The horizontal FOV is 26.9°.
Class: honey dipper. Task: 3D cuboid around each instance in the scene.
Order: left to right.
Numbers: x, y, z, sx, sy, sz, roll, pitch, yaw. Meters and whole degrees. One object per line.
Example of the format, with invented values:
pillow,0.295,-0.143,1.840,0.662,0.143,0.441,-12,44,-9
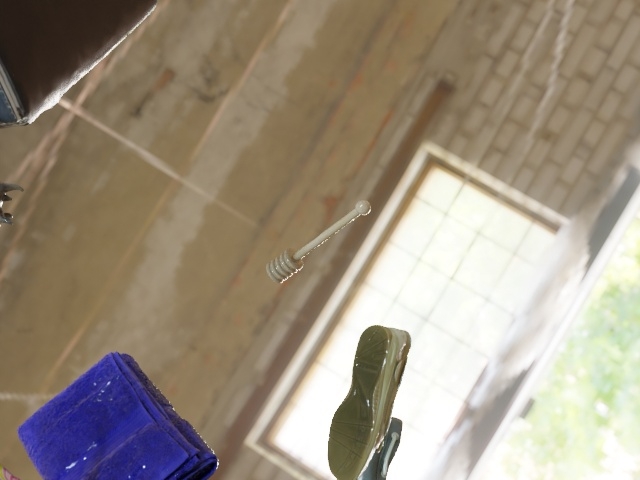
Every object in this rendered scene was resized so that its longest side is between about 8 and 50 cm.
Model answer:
honey dipper,0.000,0.000,1.602,0.160,0.030,0.030,-35,-3,29

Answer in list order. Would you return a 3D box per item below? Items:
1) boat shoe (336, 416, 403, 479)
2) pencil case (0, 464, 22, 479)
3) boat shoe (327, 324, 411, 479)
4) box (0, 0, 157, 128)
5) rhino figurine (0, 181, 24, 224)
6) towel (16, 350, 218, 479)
boat shoe,0.079,0.403,1.903,0.116,0.099,0.320,134,134,-79
pencil case,-0.544,0.307,1.826,0.124,0.284,0.124,-44,21,22
boat shoe,0.049,0.156,1.267,0.048,0.056,0.153,13,-90,-45
box,-0.489,-0.339,1.270,0.480,0.471,0.297,69,-151,-25
rhino figurine,-0.568,-0.022,2.069,0.243,0.106,0.073,-29,12,-7
towel,-0.319,0.309,2.029,0.227,0.308,0.076,-36,-48,-13
